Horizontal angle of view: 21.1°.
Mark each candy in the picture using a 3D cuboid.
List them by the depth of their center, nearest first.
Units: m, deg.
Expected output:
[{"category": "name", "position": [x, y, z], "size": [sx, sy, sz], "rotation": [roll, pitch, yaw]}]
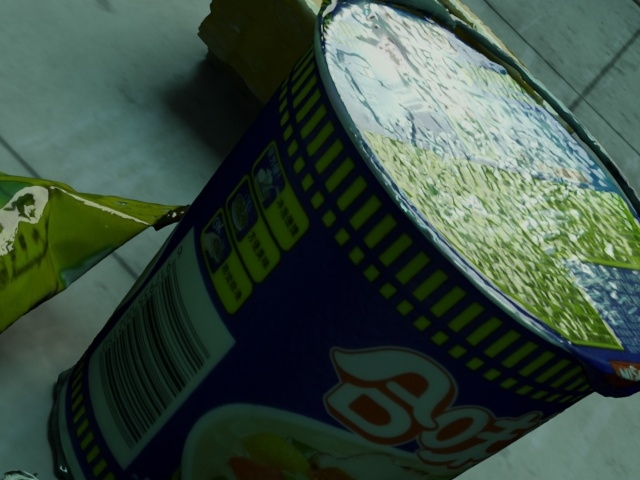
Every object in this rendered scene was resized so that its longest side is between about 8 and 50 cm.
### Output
[{"category": "candy", "position": [-0.216, 0.008, 0.969], "size": [0.187, 0.081, 0.297], "rotation": [13, 20, 17]}]

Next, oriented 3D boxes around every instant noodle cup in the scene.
[{"category": "instant noodle cup", "position": [0.008, 0.055, 1.003], "size": [0.284, 0.312, 0.284], "rotation": [33, 30, -23]}]

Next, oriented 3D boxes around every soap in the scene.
[{"category": "soap", "position": [0.043, -0.123, 1.395], "size": [0.281, 0.259, 0.143], "rotation": [43, 70, 2]}]

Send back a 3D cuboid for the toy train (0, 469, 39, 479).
[{"category": "toy train", "position": [-0.151, 0.176, 0.895], "size": [0.202, 0.060, 0.081], "rotation": [40, 33, -5]}]
